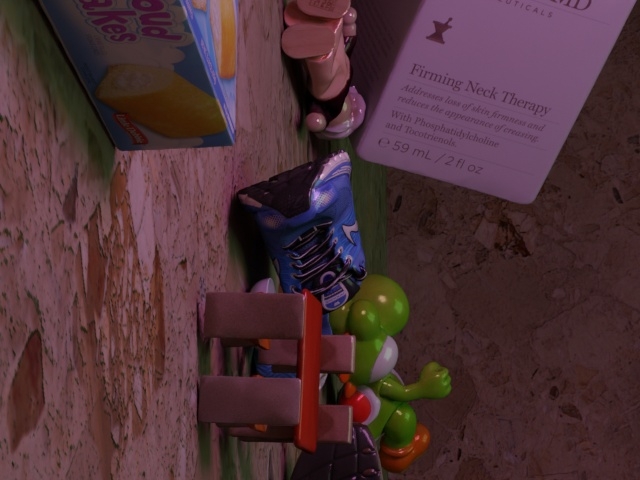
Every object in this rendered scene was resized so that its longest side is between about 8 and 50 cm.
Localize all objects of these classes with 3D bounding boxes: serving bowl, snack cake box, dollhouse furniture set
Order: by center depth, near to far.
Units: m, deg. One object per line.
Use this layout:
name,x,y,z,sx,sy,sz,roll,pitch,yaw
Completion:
snack cake box,-0.117,-0.183,0.918,0.264,0.089,0.152,73,16,-66
dollhouse furniture set,-0.016,0.179,1.364,0.262,0.135,0.259,47,45,-73
serving bowl,-0.065,0.083,1.546,0.083,0.027,0.083,-3,90,-83

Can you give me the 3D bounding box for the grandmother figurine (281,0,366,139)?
grandmother figurine,0.009,-0.248,2.097,0.208,0.104,0.342,-61,166,-17

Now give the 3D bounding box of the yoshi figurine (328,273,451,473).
yoshi figurine,0.096,0.197,2.329,0.203,0.203,0.362,-109,-175,-47

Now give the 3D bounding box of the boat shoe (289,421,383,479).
boat shoe,0.012,0.387,1.791,0.120,0.122,0.324,58,37,-88

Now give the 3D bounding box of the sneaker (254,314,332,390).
sneaker,-0.024,0.141,1.641,0.229,0.087,0.092,-64,153,-73

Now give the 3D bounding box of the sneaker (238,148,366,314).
sneaker,0.000,0.000,1.578,0.330,0.129,0.147,55,13,-78

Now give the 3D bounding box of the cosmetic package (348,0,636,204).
cosmetic package,0.242,-0.332,2.314,0.327,0.329,0.394,-106,-145,-57
